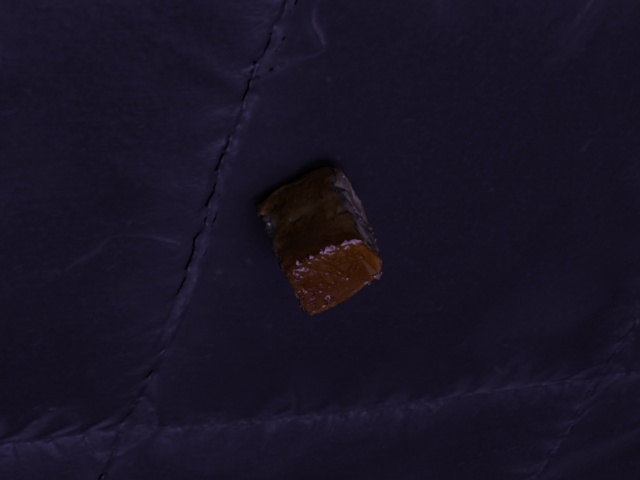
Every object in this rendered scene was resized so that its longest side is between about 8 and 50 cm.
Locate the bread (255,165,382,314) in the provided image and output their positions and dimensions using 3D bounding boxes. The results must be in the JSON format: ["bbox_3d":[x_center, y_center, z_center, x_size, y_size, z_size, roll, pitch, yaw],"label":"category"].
[{"bbox_3d":[0.002,0.001,1.204,0.070,0.083,0.077,-23,140,7],"label":"bread"}]
